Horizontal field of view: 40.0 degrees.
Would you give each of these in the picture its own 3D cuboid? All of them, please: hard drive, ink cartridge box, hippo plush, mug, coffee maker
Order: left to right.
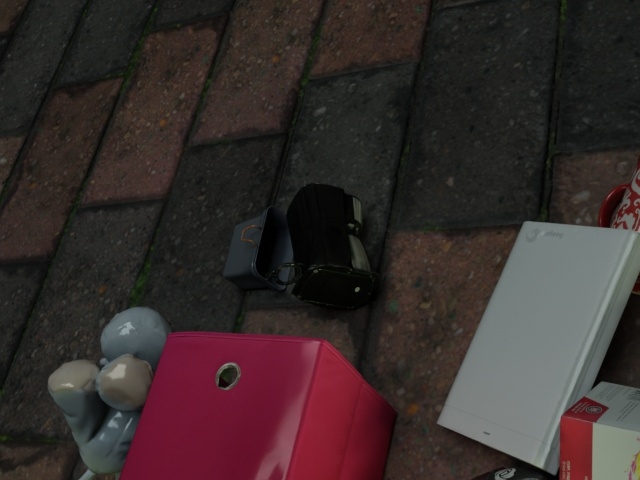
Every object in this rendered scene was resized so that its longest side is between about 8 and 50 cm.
[{"bbox_3d":[-0.267,0.240,1.369,0.234,0.294,0.237,8,34,7],"label":"hippo plush"},{"bbox_3d":[0.000,0.000,1.374,0.120,0.171,0.178,-36,43,27],"label":"coffee maker"},{"bbox_3d":[0.281,0.125,1.130,0.203,0.040,0.308,9,71,60],"label":"hard drive"},{"bbox_3d":[0.441,-0.016,1.183,0.113,0.150,0.169,29,78,4],"label":"mug"},{"bbox_3d":[0.371,0.247,0.967,0.176,0.128,0.128,6,103,38],"label":"ink cartridge box"}]

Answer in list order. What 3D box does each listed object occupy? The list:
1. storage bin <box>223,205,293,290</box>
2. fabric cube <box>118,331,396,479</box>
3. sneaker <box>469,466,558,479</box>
[{"bbox_3d":[-0.111,0.018,1.486,0.091,0.098,0.135,-14,52,35],"label":"storage bin"},{"bbox_3d":[-0.080,0.292,1.155,0.254,0.259,0.258,-1,58,29],"label":"fabric cube"},{"bbox_3d":[0.226,0.340,0.999,0.162,0.106,0.281,-29,22,-2],"label":"sneaker"}]
